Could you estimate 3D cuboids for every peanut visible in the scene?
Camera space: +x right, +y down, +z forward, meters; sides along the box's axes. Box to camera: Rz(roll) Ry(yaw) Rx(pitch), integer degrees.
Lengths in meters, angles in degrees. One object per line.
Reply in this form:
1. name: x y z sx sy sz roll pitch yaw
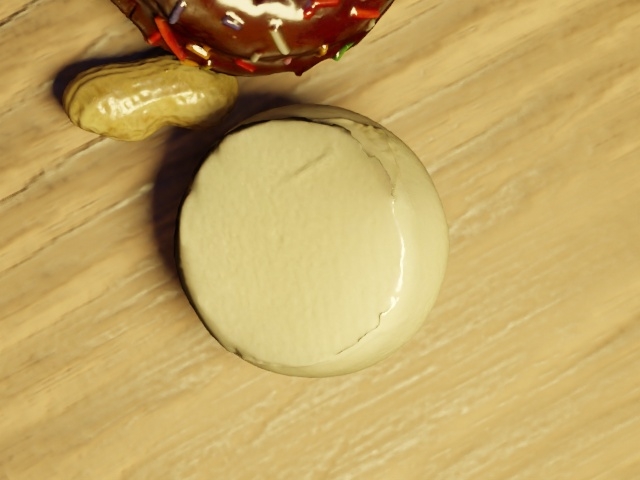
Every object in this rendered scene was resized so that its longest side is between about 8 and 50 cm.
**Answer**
1. peanut: -0.107 -0.090 1.165 0.113 0.054 0.054 -6 95 -12

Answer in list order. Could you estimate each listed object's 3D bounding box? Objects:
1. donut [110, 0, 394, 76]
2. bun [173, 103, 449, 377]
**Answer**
1. donut: -0.030 -0.210 1.134 0.230 0.096 0.216 -42 103 -16
2. bun: 0.000 0.000 1.154 0.172 0.120 0.173 2 95 22
